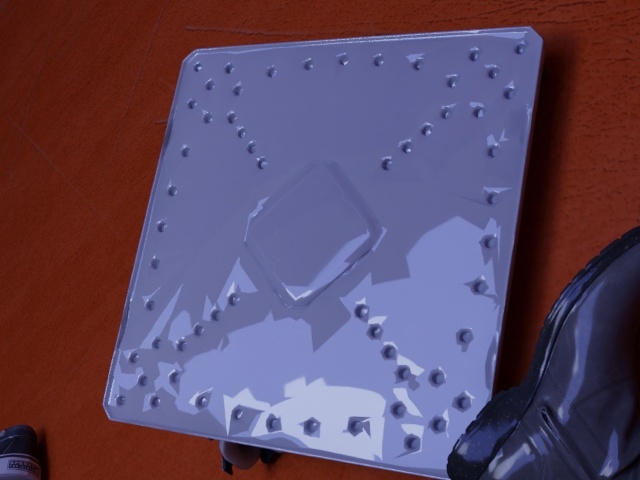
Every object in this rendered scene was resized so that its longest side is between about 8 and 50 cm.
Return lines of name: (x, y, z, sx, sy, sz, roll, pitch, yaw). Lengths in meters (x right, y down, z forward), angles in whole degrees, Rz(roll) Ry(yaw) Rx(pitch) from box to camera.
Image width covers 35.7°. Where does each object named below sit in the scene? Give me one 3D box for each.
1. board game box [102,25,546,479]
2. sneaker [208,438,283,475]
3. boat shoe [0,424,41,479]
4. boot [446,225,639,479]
board game box: (0.000, 0.000, 0.922, 0.390, 0.050, 0.390, 3, 74, 30)
sneaker: (-0.094, 0.157, 1.016, 0.235, 0.094, 0.153, 4, 67, 40)
boat shoe: (-0.505, 0.364, 1.399, 0.306, 0.113, 0.105, -44, 38, 24)
boot: (0.216, 0.124, 0.693, 0.161, 0.083, 0.246, 37, 95, 35)
